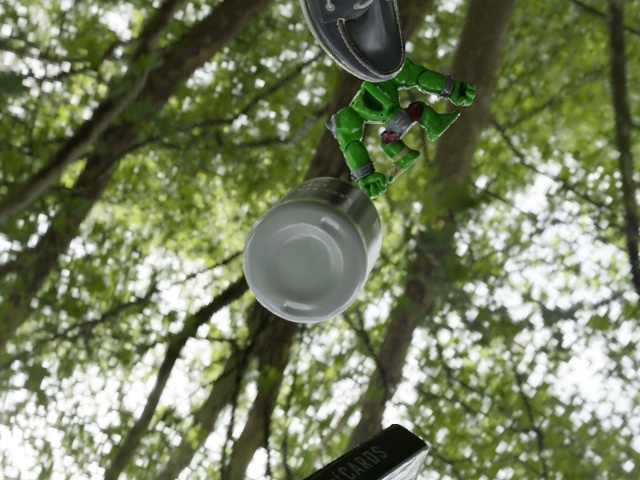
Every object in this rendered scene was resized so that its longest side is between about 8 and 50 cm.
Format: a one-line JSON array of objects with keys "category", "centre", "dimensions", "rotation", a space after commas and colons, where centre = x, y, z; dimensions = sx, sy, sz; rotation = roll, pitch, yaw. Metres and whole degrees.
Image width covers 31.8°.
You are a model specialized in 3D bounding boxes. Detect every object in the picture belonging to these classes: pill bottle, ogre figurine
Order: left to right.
[{"category": "pill bottle", "centre": [0.000, 0.000, 0.898], "dimensions": [0.094, 0.094, 0.169], "rotation": [27, -166, 2]}, {"category": "ogre figurine", "centre": [0.096, -0.159, 1.445], "dimensions": [0.118, 0.197, 0.097], "rotation": [45, -165, -2]}]

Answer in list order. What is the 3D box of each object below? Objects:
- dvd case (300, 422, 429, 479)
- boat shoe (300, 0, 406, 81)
[{"category": "dvd case", "centre": [-0.032, 0.221, 0.570], "dimensions": [0.029, 0.238, 0.179], "rotation": [30, -156, 24]}, {"category": "boat shoe", "centre": [0.023, -0.209, 0.902], "dimensions": [0.075, 0.206, 0.065], "rotation": [-38, -147, -14]}]
